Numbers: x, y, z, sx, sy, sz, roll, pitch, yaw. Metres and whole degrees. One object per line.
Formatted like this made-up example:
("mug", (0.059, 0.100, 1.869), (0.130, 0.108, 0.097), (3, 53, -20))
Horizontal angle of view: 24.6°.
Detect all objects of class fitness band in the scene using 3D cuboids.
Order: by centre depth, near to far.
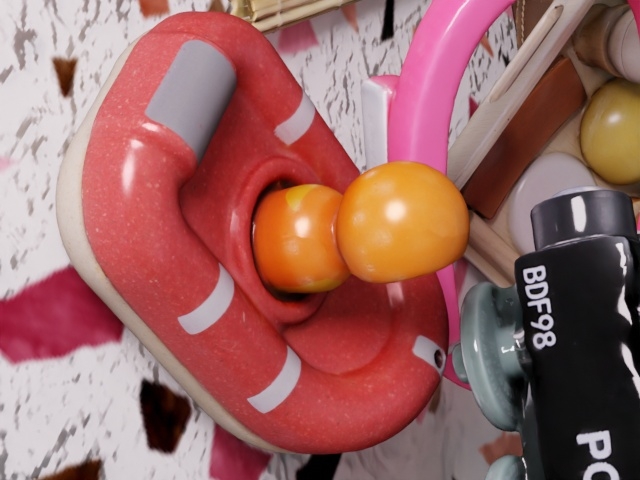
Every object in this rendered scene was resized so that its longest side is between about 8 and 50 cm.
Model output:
("fitness band", (0.130, -0.038, 0.822), (0.209, 0.054, 0.290), (-18, 121, -19))

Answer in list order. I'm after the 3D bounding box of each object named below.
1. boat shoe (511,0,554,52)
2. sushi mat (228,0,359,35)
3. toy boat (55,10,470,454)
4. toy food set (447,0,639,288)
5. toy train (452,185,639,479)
("boat shoe", (0.188, -0.069, 1.013), (0.095, 0.095, 0.257), (-52, 127, -38))
("sushi mat", (0.024, -0.220, 0.857), (0.316, 0.019, 0.151), (-31, 110, -53))
("toy boat", (0.000, 0.000, 0.675), (0.231, 0.151, 0.151), (52, 46, -38))
("toy food set", (0.218, -0.031, 0.943), (0.306, 0.092, 0.219), (41, 80, -33))
("toy train", (0.167, 0.142, 0.738), (0.190, 0.142, 0.333), (19, 60, -60))
